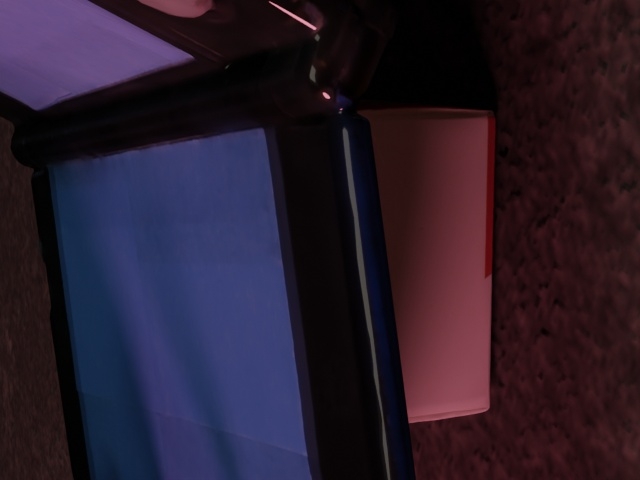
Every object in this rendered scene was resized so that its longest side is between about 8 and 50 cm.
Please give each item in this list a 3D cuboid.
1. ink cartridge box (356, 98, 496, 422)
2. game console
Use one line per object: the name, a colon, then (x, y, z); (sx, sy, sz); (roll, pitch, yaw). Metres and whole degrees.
ink cartridge box: (0.000, 0.000, 0.504); (0.135, 0.056, 0.099); (17, 108, 62)
game console: (-0.108, -0.007, 0.476); (0.293, 0.250, 0.173); (-3, 64, 63)
